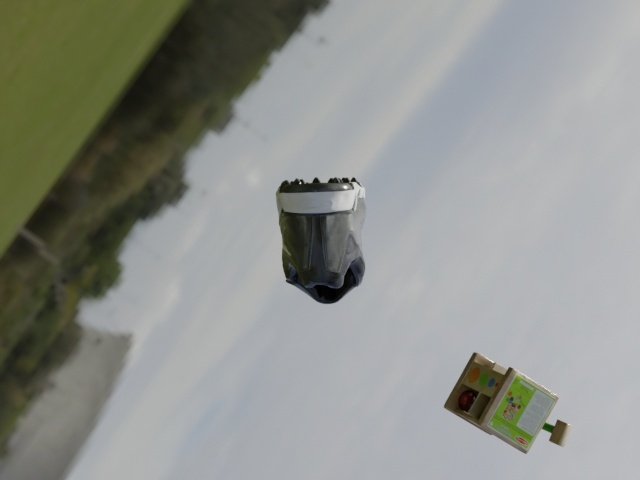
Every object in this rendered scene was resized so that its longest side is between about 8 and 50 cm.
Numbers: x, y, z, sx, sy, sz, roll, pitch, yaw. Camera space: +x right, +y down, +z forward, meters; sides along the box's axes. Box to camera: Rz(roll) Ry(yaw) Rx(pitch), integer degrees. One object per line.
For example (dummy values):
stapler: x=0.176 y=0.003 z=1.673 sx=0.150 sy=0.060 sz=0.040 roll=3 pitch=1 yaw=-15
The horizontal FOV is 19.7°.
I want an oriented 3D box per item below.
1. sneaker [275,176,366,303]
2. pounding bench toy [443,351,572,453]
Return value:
sneaker: x=0.000 y=0.000 z=1.562 sx=0.234 sy=0.078 sz=0.106 roll=-32 pitch=120 yaw=-87
pounding bench toy: x=0.151 y=0.133 z=1.452 sx=0.052 sy=0.083 sz=0.065 roll=-60 pitch=-153 yaw=-4
